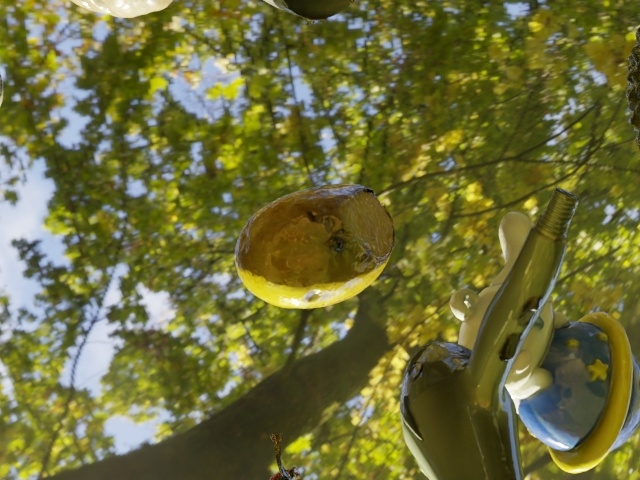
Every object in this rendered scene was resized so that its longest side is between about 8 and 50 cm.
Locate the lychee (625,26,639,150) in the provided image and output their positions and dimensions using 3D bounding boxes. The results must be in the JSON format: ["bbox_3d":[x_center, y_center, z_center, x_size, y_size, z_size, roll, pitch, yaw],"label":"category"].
[{"bbox_3d":[0.437,-0.115,0.995,0.270,0.270,0.320,-28,-116,30],"label":"lychee"}]

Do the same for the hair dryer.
[{"bbox_3d":[0.123,0.112,0.683,0.088,0.219,0.225,14,-45,-15],"label":"hair dryer"}]

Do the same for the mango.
[{"bbox_3d":[0.000,0.000,1.195,0.167,0.262,0.130,-12,-82,24],"label":"mango"}]

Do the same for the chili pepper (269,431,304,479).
[{"bbox_3d":[-0.019,0.259,0.905,0.059,0.050,0.268,-120,-165,-45],"label":"chili pepper"}]

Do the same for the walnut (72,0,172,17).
[{"bbox_3d":[-0.266,-0.396,1.370,0.224,0.224,0.224,7,-74,26],"label":"walnut"}]

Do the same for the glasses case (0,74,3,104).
[{"bbox_3d":[-0.455,-0.273,1.103,0.137,0.085,0.355,-12,-65,22],"label":"glasses case"}]

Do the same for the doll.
[{"bbox_3d":[0.253,0.123,1.213,0.242,0.311,0.159,10,-32,-6],"label":"doll"}]

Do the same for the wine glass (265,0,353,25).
[{"bbox_3d":[-0.046,-0.326,1.126,0.241,0.126,0.126,48,-55,49],"label":"wine glass"}]
